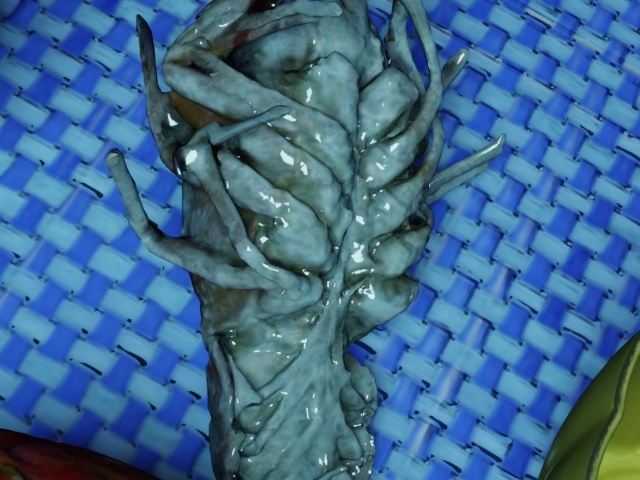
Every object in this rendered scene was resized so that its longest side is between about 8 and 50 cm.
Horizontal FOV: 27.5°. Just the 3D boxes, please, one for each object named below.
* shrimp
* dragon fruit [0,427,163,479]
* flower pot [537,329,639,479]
[{"bbox_3d":[-0.003,-0.002,0.585,0.221,0.166,0.410,11,80,-42],"label":"shrimp"},{"bbox_3d":[-0.116,0.175,0.449,0.252,0.241,0.240,2,69,5],"label":"dragon fruit"},{"bbox_3d":[0.169,0.128,0.546,0.195,0.179,0.195,4,70,-11],"label":"flower pot"}]
